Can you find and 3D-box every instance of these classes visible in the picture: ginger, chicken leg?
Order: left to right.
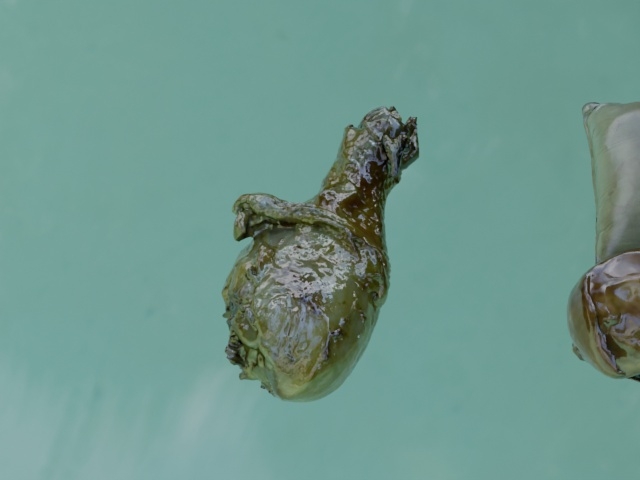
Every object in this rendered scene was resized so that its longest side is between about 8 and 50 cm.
[{"bbox_3d":[0.000,0.000,0.960,0.103,0.088,0.228,7,58,19],"label":"chicken leg"},{"bbox_3d":[0.309,0.057,0.964,0.309,0.107,0.133,8,37,6],"label":"ginger"}]

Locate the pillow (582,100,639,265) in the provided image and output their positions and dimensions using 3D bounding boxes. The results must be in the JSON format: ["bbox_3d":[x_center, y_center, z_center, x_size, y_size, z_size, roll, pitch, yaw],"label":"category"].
[{"bbox_3d":[0.348,-0.048,1.119,0.302,0.075,0.185,-2,43,8],"label":"pillow"}]
